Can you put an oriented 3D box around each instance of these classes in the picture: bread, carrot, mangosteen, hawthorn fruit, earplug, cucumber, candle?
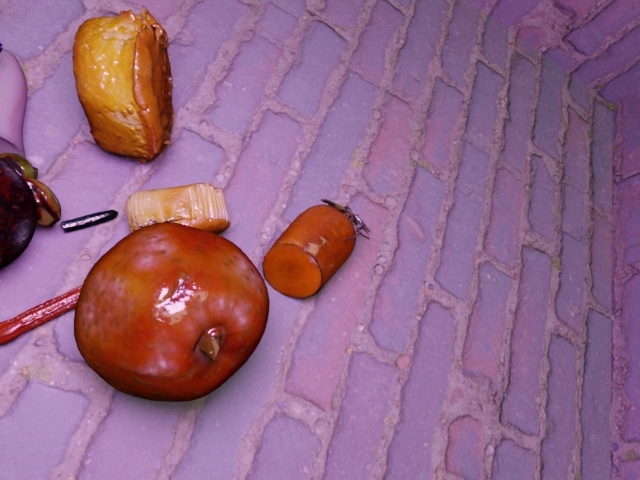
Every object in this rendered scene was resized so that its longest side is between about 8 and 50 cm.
[{"bbox_3d":[-0.479,-0.383,1.057,0.205,0.358,0.336,-4,58,-16],"label":"bread"},{"bbox_3d":[0.000,0.000,1.224,0.193,0.214,0.331,46,57,-5],"label":"carrot"},{"bbox_3d":[-0.743,-0.069,0.877,0.312,0.311,0.310,8,69,-22],"label":"mangosteen"},{"bbox_3d":[-0.303,0.165,0.909,0.404,0.403,0.401,8,69,-22],"label":"hawthorn fruit"},{"bbox_3d":[-0.794,-0.342,1.016,0.173,0.172,0.300,3,66,-24],"label":"earplug"},{"bbox_3d":[-0.584,-0.052,1.075,0.133,0.032,0.032,-20,81,-30],"label":"cucumber"},{"bbox_3d":[-0.644,0.173,0.957,0.330,0.048,0.051,-30,78,-30],"label":"candle"},{"bbox_3d":[-0.365,-0.060,1.095,0.251,0.179,0.133,-8,79,-26],"label":"bread"}]

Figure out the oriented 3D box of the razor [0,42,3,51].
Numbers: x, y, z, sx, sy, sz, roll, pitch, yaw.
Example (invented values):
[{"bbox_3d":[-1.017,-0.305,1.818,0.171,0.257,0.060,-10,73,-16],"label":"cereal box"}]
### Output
[{"bbox_3d":[-0.847,-0.393,0.946,0.325,0.056,0.093,-11,73,19],"label":"razor"}]
